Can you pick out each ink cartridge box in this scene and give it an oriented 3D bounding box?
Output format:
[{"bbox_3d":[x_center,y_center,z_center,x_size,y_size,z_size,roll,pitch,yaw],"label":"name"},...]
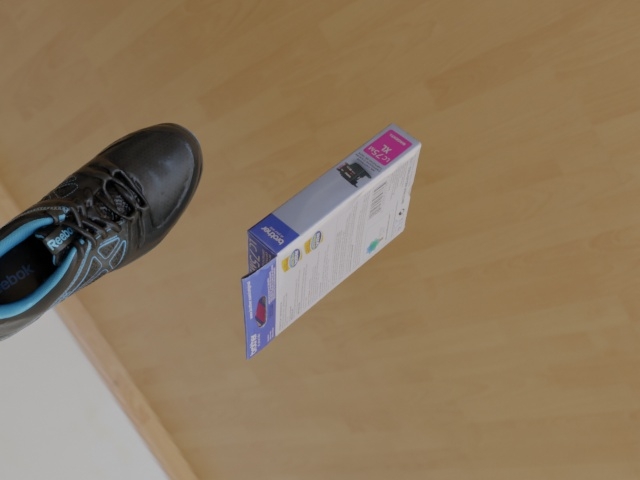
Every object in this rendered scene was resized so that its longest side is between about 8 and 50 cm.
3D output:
[{"bbox_3d":[0.000,0.000,1.128,0.065,0.311,0.186,37,150,22],"label":"ink cartridge box"}]

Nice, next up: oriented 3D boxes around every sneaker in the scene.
[{"bbox_3d":[-0.252,-0.009,0.954,0.125,0.341,0.139,49,161,-10],"label":"sneaker"}]
